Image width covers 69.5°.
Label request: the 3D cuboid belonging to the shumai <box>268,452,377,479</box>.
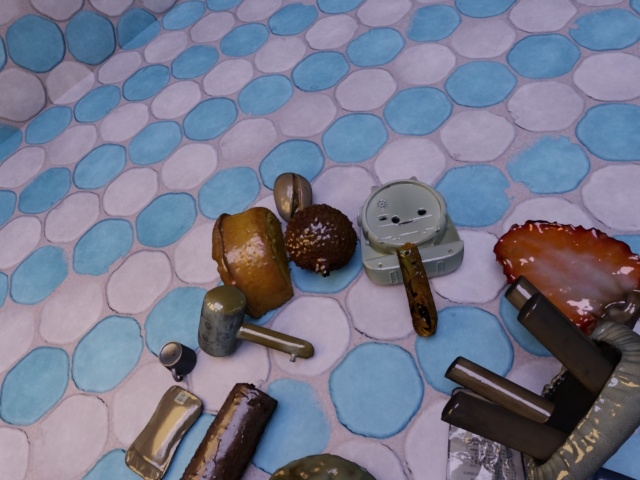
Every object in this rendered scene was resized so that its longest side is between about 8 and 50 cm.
[{"bbox_3d":[-0.027,0.583,0.817,0.323,0.323,0.398,-4,59,15],"label":"shumai"}]

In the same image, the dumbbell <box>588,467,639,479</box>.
[{"bbox_3d":[0.578,0.466,0.830,0.316,0.156,0.144,17,94,23],"label":"dumbbell"}]

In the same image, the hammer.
[{"bbox_3d":[-0.162,0.241,1.177,0.305,0.202,0.113,20,37,3],"label":"hammer"}]

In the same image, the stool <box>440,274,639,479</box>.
[{"bbox_3d":[0.396,0.239,0.834,0.226,0.310,0.310,36,102,11],"label":"stool"}]

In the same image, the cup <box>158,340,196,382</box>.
[{"bbox_3d":[-0.378,0.321,1.216,0.078,0.077,0.100,-15,57,6],"label":"cup"}]

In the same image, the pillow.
[{"bbox_3d":[-0.392,0.476,1.150,0.130,0.033,0.218,17,65,27],"label":"pillow"}]

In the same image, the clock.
[{"bbox_3d":[0.227,-0.048,1.260,0.264,0.109,0.325,-14,56,7],"label":"clock"}]

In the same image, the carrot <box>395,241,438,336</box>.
[{"bbox_3d":[0.234,0.118,1.115,0.068,0.069,0.229,-15,96,6],"label":"carrot"}]

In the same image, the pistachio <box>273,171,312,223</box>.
[{"bbox_3d":[-0.085,-0.132,1.397,0.124,0.124,0.185,-8,64,10],"label":"pistachio"}]

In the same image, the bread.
[{"bbox_3d":[-0.196,0.031,1.284,0.194,0.179,0.340,-16,57,4],"label":"bread"}]

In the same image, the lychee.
[{"bbox_3d":[0.000,0.000,1.246,0.199,0.200,0.238,-12,44,7],"label":"lychee"}]

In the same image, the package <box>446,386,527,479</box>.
[{"bbox_3d":[0.349,0.436,0.972,0.165,0.040,0.232,6,65,6],"label":"package"}]

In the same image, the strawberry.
[{"bbox_3d":[0.566,0.092,1.074,0.265,0.149,0.336,-42,48,-4],"label":"strawberry"}]

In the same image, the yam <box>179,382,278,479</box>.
[{"bbox_3d":[-0.212,0.466,1.056,0.131,0.131,0.280,18,65,24],"label":"yam"}]
